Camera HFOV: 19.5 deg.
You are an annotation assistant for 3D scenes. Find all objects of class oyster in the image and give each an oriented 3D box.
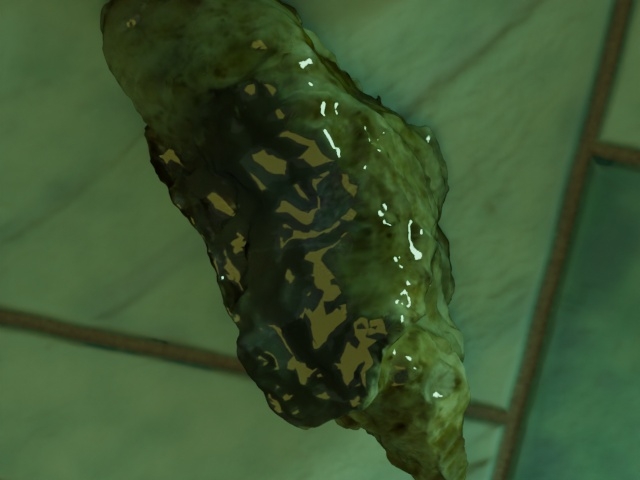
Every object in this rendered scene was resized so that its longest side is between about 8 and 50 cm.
[{"bbox_3d":[-0.003,0.001,1.051,0.166,0.110,0.341,-17,98,5],"label":"oyster"}]
